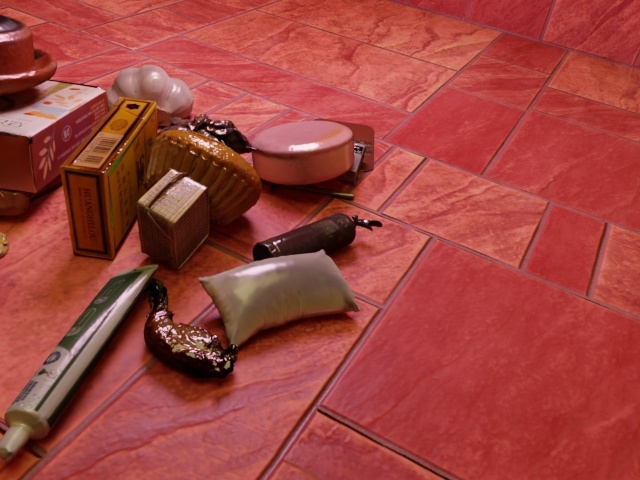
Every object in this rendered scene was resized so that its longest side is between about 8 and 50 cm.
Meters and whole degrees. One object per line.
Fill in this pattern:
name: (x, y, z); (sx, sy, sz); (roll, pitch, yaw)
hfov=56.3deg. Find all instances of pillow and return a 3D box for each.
pillow: (-0.068, 0.095, 1.040); (0.253, 0.078, 0.144); (-12, 63, -26)

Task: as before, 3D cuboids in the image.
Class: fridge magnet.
fridge magnet: (-0.734, -0.380, 1.220); (0.363, 0.155, 0.364); (7, 27, -4)

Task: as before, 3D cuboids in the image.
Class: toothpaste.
toothpaste: (-0.361, 0.162, 0.906); (0.098, 0.061, 0.392); (-12, 30, 21)

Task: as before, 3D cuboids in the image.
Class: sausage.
sausage: (-0.642, -0.079, 1.162); (0.169, 0.065, 0.065); (4, 37, -7)

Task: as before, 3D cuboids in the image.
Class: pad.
pad: (0.056, -0.261, 1.607); (0.180, 0.004, 0.267); (8, 37, -1)

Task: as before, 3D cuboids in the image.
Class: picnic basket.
picnic basket: (-0.266, -0.036, 1.092); (0.079, 0.164, 0.115); (28, 55, 11)

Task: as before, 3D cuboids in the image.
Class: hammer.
hammer: (-0.019, -0.116, 1.389); (0.198, 0.013, 0.062); (9, 37, 1)

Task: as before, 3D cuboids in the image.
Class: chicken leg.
chicken leg: (-0.233, 0.142, 0.968); (0.105, 0.051, 0.253); (-20, 44, -38)

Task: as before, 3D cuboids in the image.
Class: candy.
candy: (-0.048, -0.207, 1.395); (0.255, 0.095, 0.255); (-5, 26, 2)

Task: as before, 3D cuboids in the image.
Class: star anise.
star anise: (-0.283, -0.240, 1.426); (0.235, 0.109, 0.223); (-12, 37, -22)

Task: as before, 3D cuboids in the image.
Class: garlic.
garlic: (-0.452, -0.388, 1.558); (0.229, 0.143, 0.178); (-13, 43, -14)

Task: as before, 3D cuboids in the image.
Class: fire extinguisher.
fire extinguisher: (0.000, 0.000, 1.184); (0.267, 0.072, 0.089); (-22, 25, -34)

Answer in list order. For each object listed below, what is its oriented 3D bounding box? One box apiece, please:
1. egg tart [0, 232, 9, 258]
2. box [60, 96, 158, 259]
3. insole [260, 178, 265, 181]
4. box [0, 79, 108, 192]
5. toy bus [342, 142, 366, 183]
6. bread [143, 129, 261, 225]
egg tart: (-0.666, 0.001, 0.922); (0.340, 0.132, 0.341); (-2, 14, 0)
box: (-0.400, -0.131, 1.176); (0.083, 0.193, 0.302); (9, 36, -1)
insole: (-0.180, -0.140, 1.396); (0.152, 0.002, 0.053); (-19, 45, -33)
box: (-0.693, -0.249, 1.283); (0.344, 0.122, 0.385); (8, 28, 0)
toy bus: (0.083, -0.191, 1.473); (0.036, 0.052, 0.131); (12, 42, 7)
bread: (-0.233, -0.123, 1.198); (0.239, 0.240, 0.139); (21, 73, 15)
